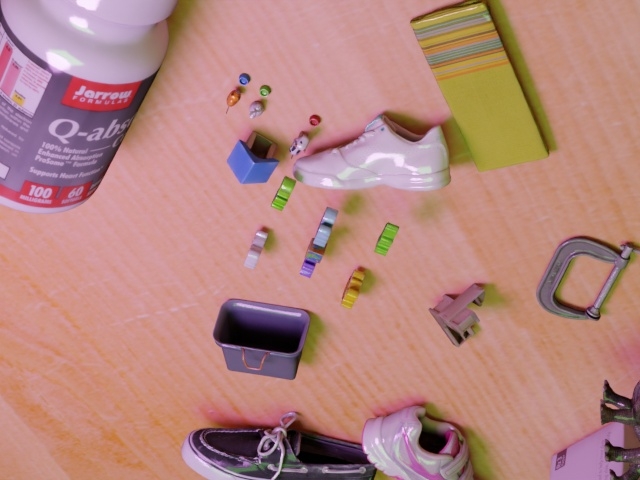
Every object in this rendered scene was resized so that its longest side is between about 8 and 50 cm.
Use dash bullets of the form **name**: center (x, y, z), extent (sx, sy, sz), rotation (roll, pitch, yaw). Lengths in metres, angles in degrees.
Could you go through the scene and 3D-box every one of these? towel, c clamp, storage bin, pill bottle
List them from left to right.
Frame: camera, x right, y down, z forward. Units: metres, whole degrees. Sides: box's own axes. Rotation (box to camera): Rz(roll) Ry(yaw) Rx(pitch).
- **pill bottle**: center (-0.312, -0.220, 1.664), extent (0.210, 0.210, 0.363), rotation (28, 130, -8)
- **storage bin**: center (-0.085, 0.158, 1.993), extent (0.135, 0.098, 0.091), rotation (7, 140, 9)
- **towel**: center (0.201, -0.190, 1.681), extent (0.102, 0.021, 0.237), rotation (-10, 126, 29)
- **c clamp**: center (0.371, 0.056, 1.830), extent (0.137, 0.022, 0.161), rotation (23, 130, -4)

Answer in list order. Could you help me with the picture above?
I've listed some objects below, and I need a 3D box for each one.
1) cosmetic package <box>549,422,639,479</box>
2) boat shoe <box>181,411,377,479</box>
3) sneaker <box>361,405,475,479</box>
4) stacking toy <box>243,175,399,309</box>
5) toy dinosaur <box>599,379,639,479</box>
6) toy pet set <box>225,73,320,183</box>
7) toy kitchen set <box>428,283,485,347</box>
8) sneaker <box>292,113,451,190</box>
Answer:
- **cosmetic package**: center (0.512, 0.472, 2.005), extent (0.385, 0.217, 0.156), rotation (40, 127, -20)
- **boat shoe**: center (-0.060, 0.333, 2.110), extent (0.306, 0.113, 0.105), rotation (17, 124, -2)
- **sneaker**: center (0.183, 0.346, 2.061), extent (0.252, 0.103, 0.111), rotation (40, 128, -19)
- **stacking toy**: center (0.000, 0.000, 1.835), extent (0.167, 0.052, 0.221), rotation (22, 146, -4)
- **toy dinosaur**: center (0.461, 0.262, 1.810), extent (0.160, 0.121, 0.314), rotation (-5, 90, 16)
- **toy pet set**: center (-0.081, -0.134, 1.768), extent (0.122, 0.065, 0.114), rotation (29, 129, -8)
- **toy kitchen set**: center (0.211, 0.111, 1.891), extent (0.068, 0.083, 0.075), rotation (-41, 117, -9)
- **sneaker**: center (0.064, -0.116, 1.750), extent (0.212, 0.080, 0.094), rotation (0, 108, 19)
